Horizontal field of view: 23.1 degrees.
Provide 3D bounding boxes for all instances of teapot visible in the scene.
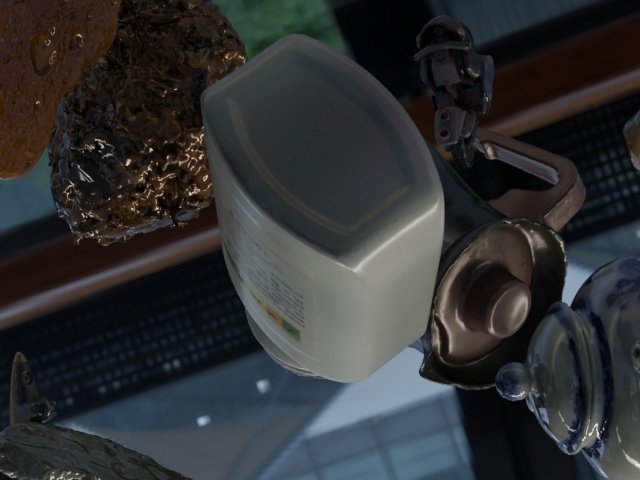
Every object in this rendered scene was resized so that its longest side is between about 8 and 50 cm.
[{"bbox_3d":[0.158,0.004,2.108,0.376,0.305,0.362,-44,-136,-14],"label":"teapot"},{"bbox_3d":[0.319,0.141,1.642,0.280,0.252,0.424,-3,169,-8],"label":"teapot"}]

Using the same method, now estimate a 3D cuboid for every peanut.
[{"bbox_3d":[0.421,-0.133,1.962,0.076,0.076,0.152,-19,167,-18],"label":"peanut"}]

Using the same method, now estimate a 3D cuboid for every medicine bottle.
[{"bbox_3d":[0.000,0.000,1.116,0.124,0.179,0.324,-37,162,-16],"label":"medicine bottle"}]

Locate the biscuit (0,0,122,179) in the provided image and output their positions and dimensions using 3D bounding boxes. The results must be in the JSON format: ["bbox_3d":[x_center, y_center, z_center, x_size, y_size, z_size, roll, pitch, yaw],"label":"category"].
[{"bbox_3d":[-0.235,-0.139,1.151,0.044,0.186,0.295,10,-129,24],"label":"biscuit"}]

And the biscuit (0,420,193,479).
[{"bbox_3d":[-0.179,0.211,1.400,0.290,0.038,0.141,25,-173,-34],"label":"biscuit"}]

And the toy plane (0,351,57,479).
[{"bbox_3d":[-0.303,0.277,1.702,0.204,0.316,0.103,1,173,-38],"label":"toy plane"}]

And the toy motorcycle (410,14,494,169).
[{"bbox_3d":[0.172,-0.201,2.011,0.082,0.213,0.122,-14,150,27],"label":"toy motorcycle"}]

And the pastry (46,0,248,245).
[{"bbox_3d":[-0.144,-0.120,1.416,0.193,0.275,0.275,9,170,-18],"label":"pastry"}]
